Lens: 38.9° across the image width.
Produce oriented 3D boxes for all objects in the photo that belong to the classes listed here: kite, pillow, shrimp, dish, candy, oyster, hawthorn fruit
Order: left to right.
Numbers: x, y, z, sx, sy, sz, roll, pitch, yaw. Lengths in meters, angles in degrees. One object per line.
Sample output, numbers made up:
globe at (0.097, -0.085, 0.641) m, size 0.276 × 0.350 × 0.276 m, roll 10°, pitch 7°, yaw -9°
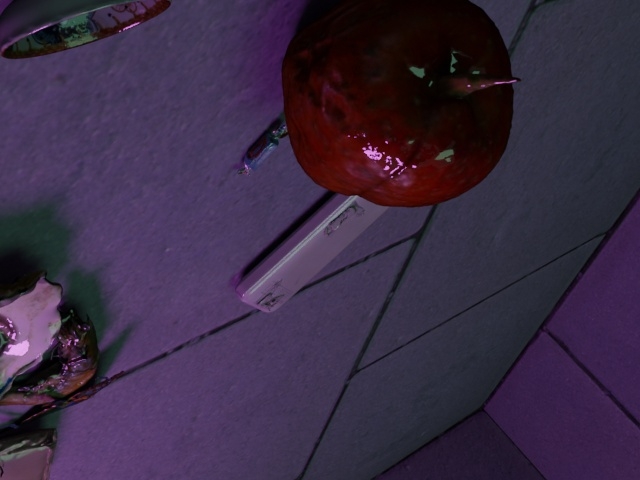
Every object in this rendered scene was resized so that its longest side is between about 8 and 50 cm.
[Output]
oyster at (-0.376, 0.118, 0.961) m, size 0.223 × 0.083 × 0.214 m, roll -32°, pitch 158°, yaw -33°
pillow at (-0.433, 0.334, 1.270) m, size 0.119 × 0.053 × 0.208 m, roll -16°, pitch 146°, yaw -37°
shrimp at (-0.341, 0.152, 1.113) m, size 0.150 × 0.051 × 0.217 m, roll -20°, pitch 153°, yaw -26°
kite at (-0.339, 0.219, 1.224) m, size 0.183 × 0.010 × 0.160 m, roll -27°, pitch 170°, yaw 4°
dish at (-0.196, -0.202, 0.711) m, size 0.141 × 0.078 × 0.141 m, roll -19°, pitch -173°, yaw 2°
candy at (-0.070, -0.109, 1.101) m, size 0.083 × 0.020 × 0.030 m, roll -47°, pitch 152°, yaw 16°
hawthorn fruit at (0.079, -0.152, 0.962) m, size 0.258 × 0.258 × 0.262 m, roll -47°, pitch 178°, yaw 12°

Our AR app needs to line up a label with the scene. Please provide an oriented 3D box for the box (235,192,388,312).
box at (0.000, 0.000, 1.362) m, size 0.285 × 0.044 × 0.142 m, roll -43°, pitch 158°, yaw 3°

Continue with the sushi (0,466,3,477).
sushi at (-0.495, 0.298, 1.047) m, size 0.212 × 0.115 × 0.147 m, roll -2°, pitch 135°, yaw -56°
